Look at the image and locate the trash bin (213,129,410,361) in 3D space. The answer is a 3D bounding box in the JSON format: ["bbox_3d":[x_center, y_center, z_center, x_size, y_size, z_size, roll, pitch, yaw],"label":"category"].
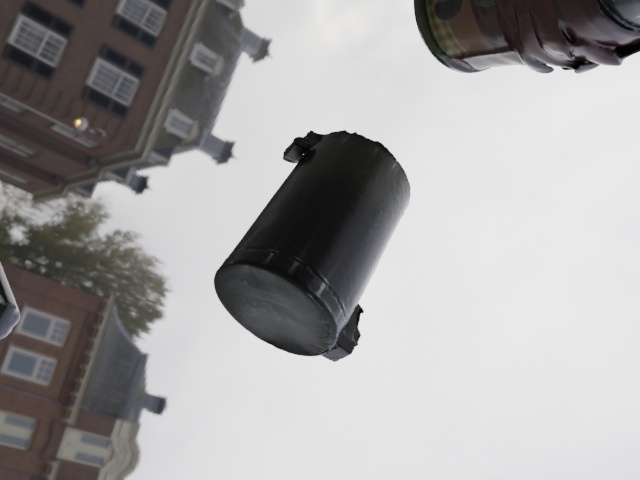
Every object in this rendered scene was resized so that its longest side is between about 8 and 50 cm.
[{"bbox_3d":[0.000,0.000,1.157,0.203,0.252,0.302,-39,-164,53],"label":"trash bin"}]

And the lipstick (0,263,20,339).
[{"bbox_3d":[-0.419,-0.074,0.788,0.077,0.077,0.418,-46,-117,25],"label":"lipstick"}]

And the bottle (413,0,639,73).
[{"bbox_3d":[0.210,-0.224,0.645,0.271,0.143,0.156,12,-58,59],"label":"bottle"}]
